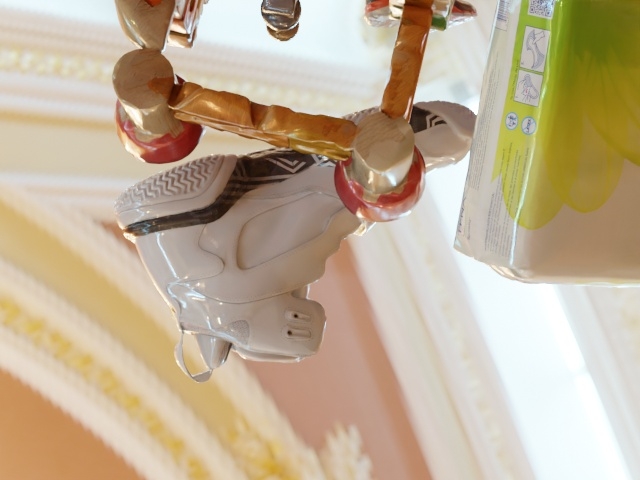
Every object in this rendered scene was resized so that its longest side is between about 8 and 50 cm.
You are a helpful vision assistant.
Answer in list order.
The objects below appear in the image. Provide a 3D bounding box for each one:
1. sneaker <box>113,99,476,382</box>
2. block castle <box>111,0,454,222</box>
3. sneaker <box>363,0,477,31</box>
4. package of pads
[{"bbox_3d":[0.000,0.000,1.882,0.137,0.365,0.210,142,111,-80],"label":"sneaker"},{"bbox_3d":[-0.007,-0.267,1.765,0.213,0.303,0.453,84,-160,-80],"label":"block castle"},{"bbox_3d":[0.100,-0.245,1.930,0.158,0.061,0.065,-1,-103,-52],"label":"sneaker"},{"bbox_3d":[0.251,-0.078,1.476,0.296,0.101,0.229,2,-77,-31],"label":"package of pads"}]
